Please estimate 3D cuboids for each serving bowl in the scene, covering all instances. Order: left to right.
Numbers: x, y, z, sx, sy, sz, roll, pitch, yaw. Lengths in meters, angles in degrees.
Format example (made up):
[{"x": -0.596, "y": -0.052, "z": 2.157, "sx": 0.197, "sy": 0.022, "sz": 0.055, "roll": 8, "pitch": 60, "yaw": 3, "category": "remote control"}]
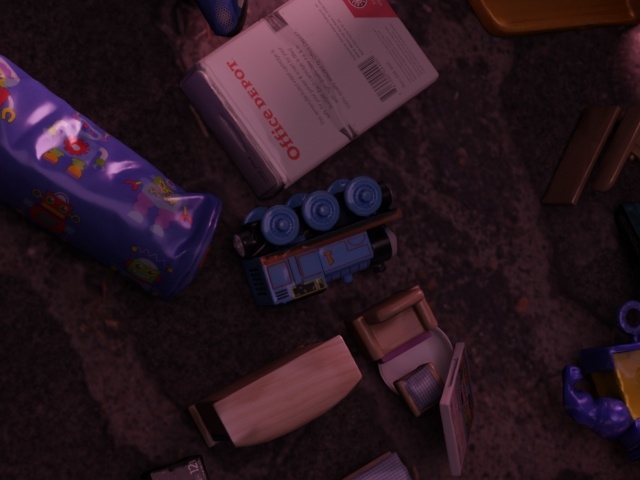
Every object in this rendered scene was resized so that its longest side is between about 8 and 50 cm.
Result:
[{"x": 0.098, "y": 0.126, "z": 1.808, "sx": 0.083, "sy": 0.027, "sz": 0.083, "roll": 1, "pitch": 84, "yaw": -11, "category": "serving bowl"}]

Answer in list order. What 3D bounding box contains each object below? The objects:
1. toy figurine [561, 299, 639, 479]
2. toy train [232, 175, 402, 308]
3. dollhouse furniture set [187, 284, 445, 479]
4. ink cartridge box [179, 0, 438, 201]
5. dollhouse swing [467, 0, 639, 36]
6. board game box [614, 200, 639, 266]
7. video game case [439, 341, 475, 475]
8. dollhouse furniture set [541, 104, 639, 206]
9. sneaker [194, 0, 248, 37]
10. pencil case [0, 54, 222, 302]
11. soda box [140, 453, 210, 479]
[{"x": 0.387, "y": 0.160, "z": 1.818, "sx": 0.362, "sy": 0.191, "sz": 0.217, "roll": -10, "pitch": 79, "yaw": -20, "category": "toy figurine"}, {"x": 0.000, "y": 0.000, "z": 1.778, "sx": 0.184, "sy": 0.080, "sz": 0.105, "roll": -19, "pitch": 96, "yaw": -22, "category": "toy train"}, {"x": 0.053, "y": 0.239, "z": 1.671, "sx": 0.286, "sy": 0.198, "sz": 0.303, "roll": -28, "pitch": 91, "yaw": -13, "category": "dollhouse furniture set"}, {"x": -0.013, "y": -0.166, "z": 1.791, "sx": 0.218, "sy": 0.092, "sz": 0.158, "roll": -36, "pitch": 93, "yaw": -21, "category": "ink cartridge box"}, {"x": 0.330, "y": -0.229, "z": 1.775, "sx": 0.315, "sy": 0.347, "sz": 0.305, "roll": -8, "pitch": 84, "yaw": -19, "category": "dollhouse swing"}, {"x": 0.414, "y": 0.029, "z": 1.875, "sx": 0.126, "sy": 0.026, "sz": 0.186, "roll": -4, "pitch": 48, "yaw": -18, "category": "board game box"}, {"x": 0.141, "y": 0.172, "z": 1.762, "sx": 0.011, "sy": 0.122, "sz": 0.087, "roll": -4, "pitch": 116, "yaw": 16, "category": "video game case"}, {"x": 0.361, "y": -0.057, "z": 1.877, "sx": 0.151, "sy": 0.144, "sz": 0.123, "roll": 33, "pitch": 77, "yaw": -25, "category": "dollhouse furniture set"}, {"x": -0.199, "y": -0.331, "z": 1.760, "sx": 0.147, "sy": 0.130, "sz": 0.330, "roll": -41, "pitch": 91, "yaw": -5, "category": "sneaker"}, {"x": -0.241, "y": -0.065, "z": 1.690, "sx": 0.306, "sy": 0.119, "sz": 0.133, "roll": 33, "pitch": 46, "yaw": -9, "category": "pencil case"}, {"x": -0.122, "y": 0.301, "z": 1.698, "sx": 0.060, "sy": 0.053, "sz": 0.169, "roll": -18, "pitch": 86, "yaw": -18, "category": "soda box"}]
